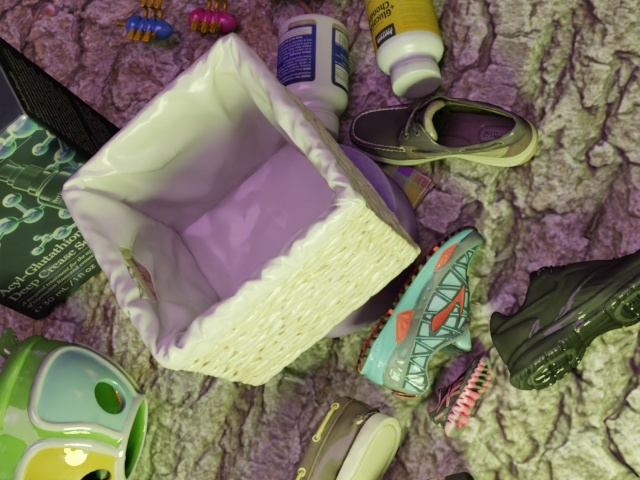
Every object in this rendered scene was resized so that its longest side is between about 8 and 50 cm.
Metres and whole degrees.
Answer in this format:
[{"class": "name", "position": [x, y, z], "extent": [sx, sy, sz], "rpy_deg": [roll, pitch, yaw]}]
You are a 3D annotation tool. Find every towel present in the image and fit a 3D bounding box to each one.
[{"class": "towel", "position": [0.122, -0.081, 1.705], "extent": [0.083, 0.009, 0.060], "rpy_deg": [33, 87, 32]}]

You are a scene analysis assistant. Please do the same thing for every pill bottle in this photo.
[{"class": "pill bottle", "position": [-0.013, -0.242, 1.770], "extent": [0.112, 0.112, 0.187], "rpy_deg": [-8, 67, 22]}, {"class": "pill bottle", "position": [0.128, -0.312, 1.737], "extent": [0.103, 0.103, 0.184], "rpy_deg": [-19, 63, 17]}]

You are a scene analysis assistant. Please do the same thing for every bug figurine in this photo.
[{"class": "bug figurine", "position": [-0.218, -0.436, 1.964], "extent": [0.216, 0.072, 0.279], "rpy_deg": [14, 72, 22]}]

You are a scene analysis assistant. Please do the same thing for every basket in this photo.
[{"class": "basket", "position": [-0.103, -0.022, 1.530], "extent": [0.331, 0.266, 0.328], "rpy_deg": [-40, 60, 8]}]

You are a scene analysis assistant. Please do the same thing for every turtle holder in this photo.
[{"class": "turtle holder", "position": [-0.380, 0.279, 1.637], "extent": [0.227, 0.320, 0.243], "rpy_deg": [10, 106, 4]}]

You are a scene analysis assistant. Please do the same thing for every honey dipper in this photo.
[{"class": "honey dipper", "position": [-0.047, -0.415, 1.901], "extent": [0.030, 0.030, 0.161], "rpy_deg": [-39, 61, 6]}]

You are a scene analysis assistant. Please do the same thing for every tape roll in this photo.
[{"class": "tape roll", "position": [0.000, 0.000, 1.678], "extent": [0.274, 0.090, 0.275], "rpy_deg": [-8, 69, 23]}]

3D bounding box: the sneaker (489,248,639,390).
[{"class": "sneaker", "position": [0.341, 0.069, 1.495], "extent": [0.286, 0.109, 0.130], "rpy_deg": [-35, 54, 7]}]

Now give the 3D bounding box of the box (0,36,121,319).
[{"class": "box", "position": [-0.476, -0.090, 1.761], "extent": [0.293, 0.395, 0.212], "rpy_deg": [-38, 59, 8]}]

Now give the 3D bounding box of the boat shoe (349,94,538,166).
[{"class": "boat shoe", "position": [0.169, -0.165, 1.665], "extent": [0.285, 0.092, 0.103], "rpy_deg": [8, 71, 25]}]

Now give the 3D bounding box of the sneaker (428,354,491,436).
[{"class": "sneaker", "position": [0.185, 0.202, 1.550], "extent": [0.057, 0.047, 0.119], "rpy_deg": [24, 80, 42]}]

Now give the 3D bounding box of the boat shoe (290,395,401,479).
[{"class": "boat shoe", "position": [-0.014, 0.361, 1.539], "extent": [0.096, 0.116, 0.324], "rpy_deg": [24, 78, 35]}]

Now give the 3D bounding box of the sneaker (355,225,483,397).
[{"class": "sneaker", "position": [0.161, 0.102, 1.583], "extent": [0.125, 0.104, 0.262], "rpy_deg": [35, 77, 1]}]

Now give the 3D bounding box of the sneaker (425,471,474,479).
[{"class": "sneaker", "position": [0.146, 0.437, 1.449], "extent": [0.145, 0.090, 0.270], "rpy_deg": [-18, 61, 19]}]
